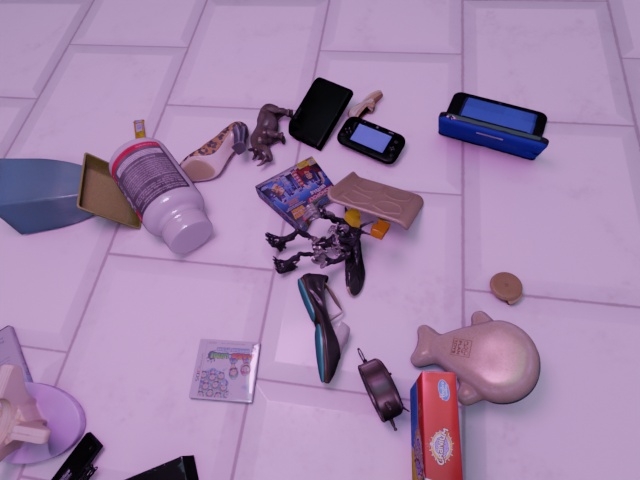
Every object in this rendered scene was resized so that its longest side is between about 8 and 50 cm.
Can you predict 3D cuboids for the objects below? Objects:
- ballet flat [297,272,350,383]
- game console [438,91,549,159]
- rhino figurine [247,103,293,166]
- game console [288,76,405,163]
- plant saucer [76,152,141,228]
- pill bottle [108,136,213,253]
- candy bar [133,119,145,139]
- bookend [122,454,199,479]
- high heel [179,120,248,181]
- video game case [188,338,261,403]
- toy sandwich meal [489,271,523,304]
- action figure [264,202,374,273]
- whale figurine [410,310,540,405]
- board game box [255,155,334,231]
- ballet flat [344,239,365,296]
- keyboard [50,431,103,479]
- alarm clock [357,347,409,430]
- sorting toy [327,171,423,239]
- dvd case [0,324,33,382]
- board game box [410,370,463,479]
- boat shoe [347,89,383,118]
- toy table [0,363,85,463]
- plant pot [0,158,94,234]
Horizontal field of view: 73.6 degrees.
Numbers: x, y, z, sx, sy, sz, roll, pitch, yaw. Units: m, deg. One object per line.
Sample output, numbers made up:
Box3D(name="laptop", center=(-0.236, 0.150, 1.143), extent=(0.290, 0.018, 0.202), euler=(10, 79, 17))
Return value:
Box3D(name="ballet flat", center=(0.017, 0.200, 1.047), extent=(0.096, 0.095, 0.281), euler=(-9, 62, -12))
Box3D(name="game console", center=(0.508, -0.360, 1.237), extent=(0.293, 0.250, 0.174), euler=(20, 94, 15))
Box3D(name="rhino figurine", center=(-0.164, -0.330, 1.338), extent=(0.106, 0.073, 0.243), euler=(11, 66, 6))
Box3D(name="game console", center=(0.091, -0.352, 1.314), extent=(0.361, 0.044, 0.213), euler=(27, 84, 16))
Box3D(name="plant saucer", center=(-0.615, -0.134, 1.245), extent=(0.045, 0.188, 0.189), euler=(-25, 59, 28))
Box3D(name="pill bottle", center=(-0.439, -0.122, 1.198), extent=(0.176, 0.176, 0.318), euler=(-36, 70, -12))
Box3D(name="candy bar", center=(-0.596, -0.344, 1.418), extent=(0.040, 0.018, 0.162), euler=(-16, 63, -6))
Box3D(name="bookend", center=(-0.337, 0.566, 0.907), extent=(0.156, 0.072, 0.157), euler=(-22, 64, -4))
Box3D(name="high heel", center=(-0.341, -0.281, 1.347), extent=(0.261, 0.093, 0.186), euler=(-24, 37, 10))
Box3D(name="video game case", center=(-0.232, 0.318, 1.050), extent=(0.157, 0.019, 0.143), euler=(2, 64, 6))
Box3D(name="toy sandwich meal", center=(0.468, 0.119, 1.075), extent=(0.085, 0.029, 0.086), euler=(-4, 60, 8))
Box3D(name="action figure", center=(0.000, 0.000, 1.088), extent=(0.275, 0.141, 0.164), euler=(-18, 73, 16))
Box3D(name="whale figurine", center=(0.350, 0.270, 0.973), extent=(0.271, 0.141, 0.216), euler=(1, 61, 34))
Box3D(name="board game box", center=(-0.056, -0.119, 1.228), extent=(0.194, 0.060, 0.194), euler=(-29, 66, -9))
Box3D(name="ballet flat", center=(0.085, 0.067, 1.138), extent=(0.057, 0.049, 0.173), euler=(18, 60, -32))
Box3D(name="keyboard", center=(-0.563, 0.547, 0.970), extent=(0.100, 0.038, 0.192), euler=(17, 65, 39))
Box3D(name="alarm clock", center=(0.127, 0.316, 0.961), extent=(0.064, 0.129, 0.192), euler=(-25, 43, -8))
Box3D(name="sorting toy", center=(0.134, -0.089, 1.126), extent=(0.229, 0.041, 0.307), euler=(23, 32, 14))
Box3D(name="dvd case", center=(-0.834, 0.367, 1.085), extent=(0.180, 0.022, 0.253), euler=(-34, 66, -11))
Box3D(name="board game box", center=(0.218, 0.435, 0.824), extent=(0.064, 0.242, 0.317), euler=(1, 63, 7))
Box3D(name="boat shoe", center=(0.151, -0.427, 1.370), extent=(0.135, 0.050, 0.045), euler=(-38, 69, -2))
Box3D(name="toy table", center=(-0.699, 0.411, 0.955), extent=(0.274, 0.161, 0.252), euler=(-2, 71, -2))
Box3D(name="plant pot", center=(-0.790, -0.138, 1.258), extent=(0.234, 0.166, 0.166), euler=(-7, 63, -5))
